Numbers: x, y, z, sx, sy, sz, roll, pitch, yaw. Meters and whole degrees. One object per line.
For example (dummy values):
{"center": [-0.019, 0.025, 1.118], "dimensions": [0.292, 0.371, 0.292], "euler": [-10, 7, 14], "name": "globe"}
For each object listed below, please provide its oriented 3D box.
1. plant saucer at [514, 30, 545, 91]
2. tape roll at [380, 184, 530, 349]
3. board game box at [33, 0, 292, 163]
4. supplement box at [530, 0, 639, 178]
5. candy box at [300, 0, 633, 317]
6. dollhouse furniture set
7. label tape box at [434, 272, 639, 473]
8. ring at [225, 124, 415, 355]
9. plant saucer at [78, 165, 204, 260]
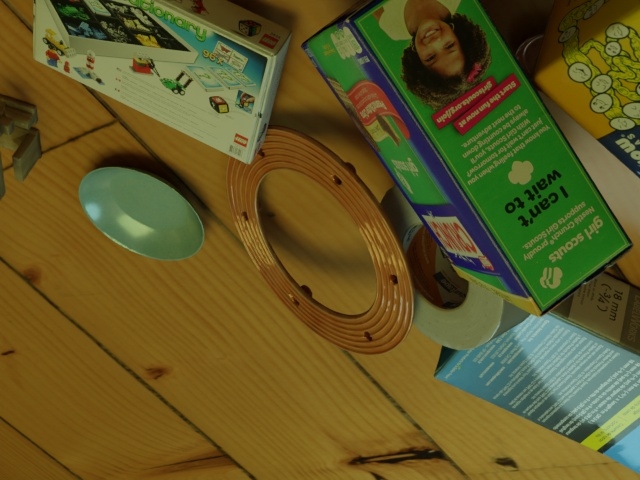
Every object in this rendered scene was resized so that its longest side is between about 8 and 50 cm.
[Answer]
{"center": [0.247, -0.190, 1.191], "dimensions": [0.083, 0.013, 0.083], "euler": [14, 142, 11], "name": "plant saucer"}
{"center": [0.162, 0.020, 1.357], "dimensions": [0.219, 0.072, 0.219], "euler": [32, 134, 40], "name": "tape roll"}
{"center": [-0.194, -0.228, 1.317], "dimensions": [0.305, 0.053, 0.193], "euler": [27, 143, 5], "name": "board game box"}
{"center": [0.382, -0.215, 0.937], "dimensions": [0.194, 0.195, 0.356], "euler": [37, 142, -19], "name": "supplement box"}
{"center": [0.130, -0.101, 1.093], "dimensions": [0.317, 0.122, 0.268], "euler": [54, 176, -9], "name": "candy box"}
{"center": [-0.476, -0.131, 1.529], "dimensions": [0.123, 0.151, 0.144], "euler": [19, 141, 6], "name": "dollhouse furniture set"}
{"center": [0.353, 0.160, 1.493], "dimensions": [0.333, 0.106, 0.241], "euler": [25, 142, -3], "name": "label tape box"}
{"center": [0.000, 0.000, 1.448], "dimensions": [0.336, 0.032, 0.337], "euler": [34, 144, 30], "name": "ring"}
{"center": [-0.251, -0.048, 1.609], "dimensions": [0.195, 0.037, 0.195], "euler": [14, 142, 11], "name": "plant saucer"}
